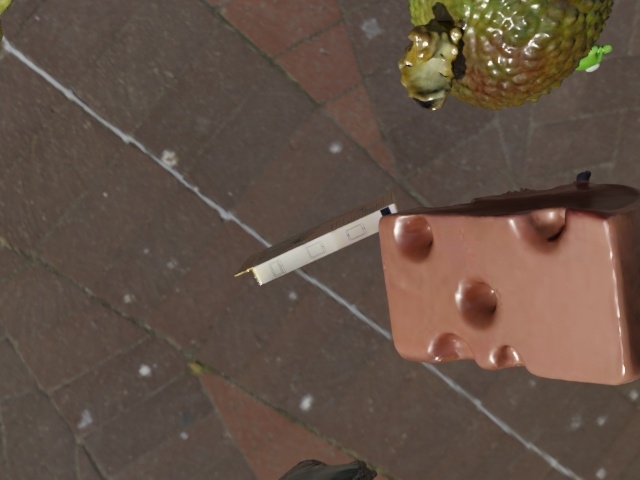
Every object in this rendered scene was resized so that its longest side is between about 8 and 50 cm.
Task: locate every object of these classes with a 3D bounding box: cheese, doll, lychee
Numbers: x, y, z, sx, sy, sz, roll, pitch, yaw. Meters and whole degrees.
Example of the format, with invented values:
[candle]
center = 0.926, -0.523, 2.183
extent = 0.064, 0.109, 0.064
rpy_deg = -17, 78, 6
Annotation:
[cheese]
center = 0.165, 0.024, 0.711
extent = 0.203, 0.177, 0.128
rpy_deg = -8, 96, -12
[doll]
center = 0.366, -0.269, 1.574
extent = 0.115, 0.190, 0.050
rpy_deg = 2, 73, -53
[lychee]
center = 0.239, -0.301, 1.310
extent = 0.320, 0.270, 0.270
rpy_deg = -11, 121, -5

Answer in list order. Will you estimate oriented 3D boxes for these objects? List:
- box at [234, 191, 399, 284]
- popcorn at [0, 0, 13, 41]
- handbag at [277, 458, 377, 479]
[box]
center = 0.000, 0.000, 1.453
extent = 0.247, 0.129, 0.033
rpy_deg = -24, 99, 8
[popcorn]
center = -0.336, -0.173, 0.692
extent = 0.217, 0.181, 0.235
rpy_deg = -20, 143, 34
[handbag]
center = -0.075, 0.404, 1.337
extent = 0.332, 0.191, 0.075
rpy_deg = -38, 102, -32
